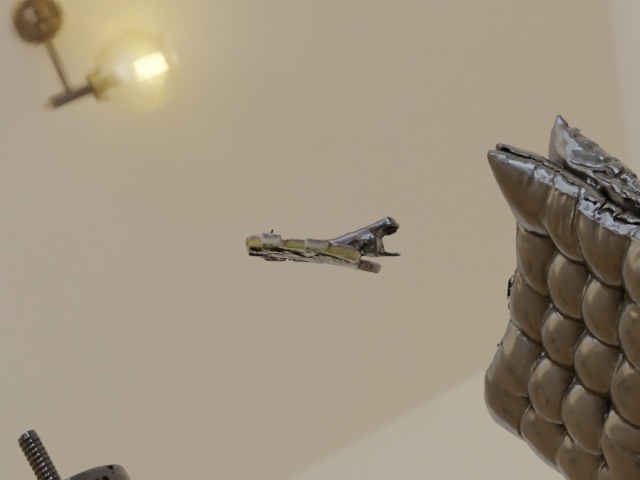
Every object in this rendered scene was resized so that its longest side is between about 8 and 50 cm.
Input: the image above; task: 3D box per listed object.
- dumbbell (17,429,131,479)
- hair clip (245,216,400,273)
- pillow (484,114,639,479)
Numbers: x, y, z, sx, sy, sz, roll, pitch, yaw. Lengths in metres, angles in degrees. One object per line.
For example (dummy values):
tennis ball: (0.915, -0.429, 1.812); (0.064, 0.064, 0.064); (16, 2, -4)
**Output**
dumbbell: (-0.221, 0.333, 1.477); (0.325, 0.143, 0.143); (58, -16, 16)
hair clip: (0.001, 0.008, 1.729); (0.146, 0.187, 0.056); (32, 54, -75)
pillow: (0.241, 0.080, 1.279); (0.228, 0.101, 0.326); (42, -36, 45)
